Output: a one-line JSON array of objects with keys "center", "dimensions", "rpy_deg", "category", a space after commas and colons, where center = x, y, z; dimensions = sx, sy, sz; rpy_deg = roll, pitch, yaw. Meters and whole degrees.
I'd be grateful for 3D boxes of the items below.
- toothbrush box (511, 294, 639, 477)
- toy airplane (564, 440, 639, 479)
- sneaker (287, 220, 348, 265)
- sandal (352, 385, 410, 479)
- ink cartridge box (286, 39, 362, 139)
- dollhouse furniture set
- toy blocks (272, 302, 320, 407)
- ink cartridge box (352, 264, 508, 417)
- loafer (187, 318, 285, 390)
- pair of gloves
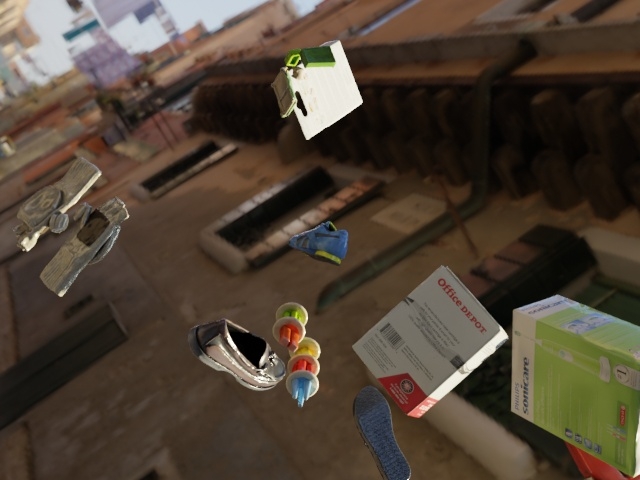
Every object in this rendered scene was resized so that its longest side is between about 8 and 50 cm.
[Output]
[{"center": [0.467, 0.240, 1.603], "dimensions": [0.283, 0.122, 0.206], "rpy_deg": [22, -59, 52], "category": "toothbrush box"}, {"center": [0.682, 0.443, 2.325], "dimensions": [0.386, 0.272, 0.384], "rpy_deg": [-119, -173, -62], "category": "toy airplane"}, {"center": [0.000, 0.000, 2.016], "dimensions": [0.069, 0.082, 0.209], "rpy_deg": [25, -7, -27], "category": "sneaker"}, {"center": [0.142, 0.493, 2.339], "dimensions": [0.054, 0.097, 0.255], "rpy_deg": [-35, -108, 62], "category": "sandal"}, {"center": [-0.005, -0.306, 1.902], "dimensions": [0.045, 0.179, 0.145], "rpy_deg": [5, -56, 51], "category": "ink cartridge box"}, {"center": [-0.032, -0.294, 1.685], "dimensions": [0.152, 0.058, 0.076], "rpy_deg": [-50, -126, 55], "category": "dollhouse furniture set"}, {"center": [-0.039, 0.184, 1.490], "dimensions": [0.148, 0.054, 0.123], "rpy_deg": [-87, 159, -65], "category": "toy blocks"}, {"center": [0.240, 0.220, 2.027], "dimensions": [0.197, 0.273, 0.114], "rpy_deg": [50, 7, 24], "category": "ink cartridge box"}, {"center": [-0.155, 0.243, 2.002], "dimensions": [0.302, 0.095, 0.109], "rpy_deg": [33, 33, -49], "category": "loafer"}, {"center": [-0.457, -0.036, 1.686], "dimensions": [0.240, 0.204, 0.042], "rpy_deg": [44, -3, 39], "category": "pair of gloves"}]
